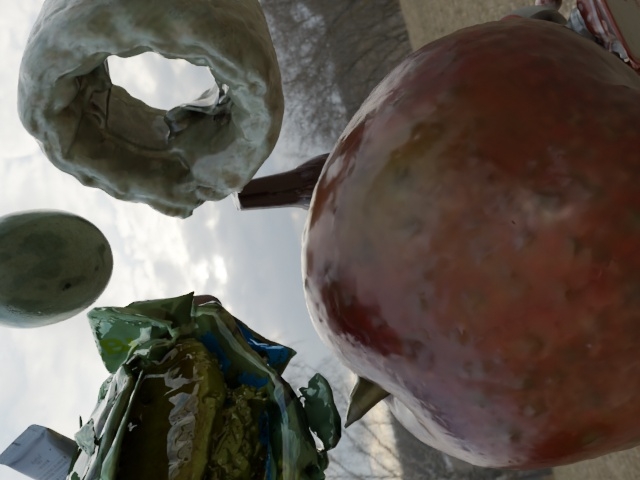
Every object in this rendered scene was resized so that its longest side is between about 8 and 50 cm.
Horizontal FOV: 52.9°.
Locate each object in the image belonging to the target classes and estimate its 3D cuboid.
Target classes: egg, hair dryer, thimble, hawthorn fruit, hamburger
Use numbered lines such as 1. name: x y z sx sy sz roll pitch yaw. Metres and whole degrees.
1. egg: -0.401 0.039 0.910 0.236 0.169 0.169 -6 -100 -62
2. hair dryer: 0.000 0.000 1.310 0.123 0.313 0.340 -155 52 -68
3. thimble: -0.188 -0.184 0.766 0.291 0.291 0.195 67 -169 -47
4. hawthorn fruit: 0.163 0.030 0.592 0.403 0.403 0.402 -16 -90 -83
5. hamburger: -0.125 0.160 0.470 0.150 0.276 0.260 33 -111 -34

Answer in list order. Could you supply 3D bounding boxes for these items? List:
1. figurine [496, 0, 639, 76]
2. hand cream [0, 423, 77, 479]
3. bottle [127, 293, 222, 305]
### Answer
1. figurine: 0.279 -0.234 0.798 0.160 0.226 0.183 -9 -104 -42
2. hand cream: -0.252 0.303 0.786 0.271 0.091 0.058 37 -153 -24
3. bottle: -0.203 0.104 0.896 0.140 0.053 0.053 0 -109 -48
